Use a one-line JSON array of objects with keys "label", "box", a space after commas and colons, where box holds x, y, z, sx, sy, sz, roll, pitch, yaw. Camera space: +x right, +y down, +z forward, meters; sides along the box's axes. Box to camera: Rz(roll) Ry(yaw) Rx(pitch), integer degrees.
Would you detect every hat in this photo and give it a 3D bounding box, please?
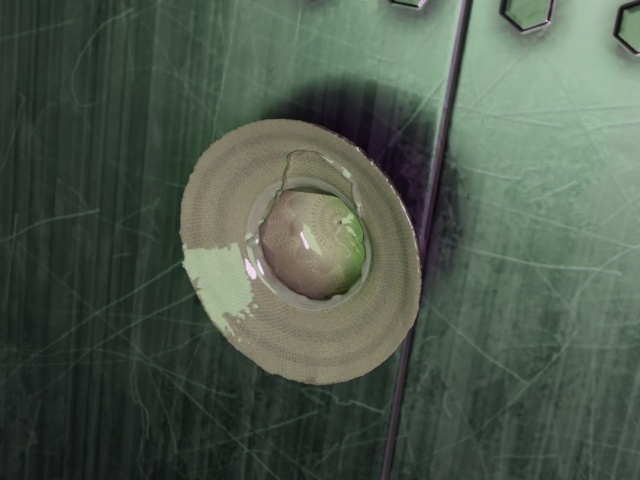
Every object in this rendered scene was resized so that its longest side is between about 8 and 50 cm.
[{"label": "hat", "box": [0.000, 0.000, 1.159, 0.252, 0.110, 0.252, 10, 112, 26]}]
